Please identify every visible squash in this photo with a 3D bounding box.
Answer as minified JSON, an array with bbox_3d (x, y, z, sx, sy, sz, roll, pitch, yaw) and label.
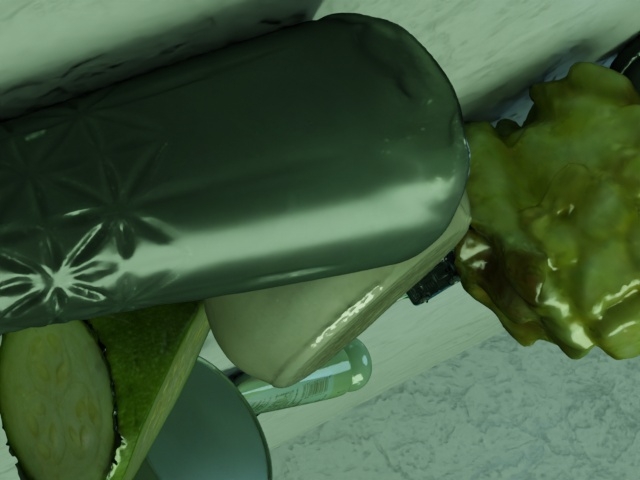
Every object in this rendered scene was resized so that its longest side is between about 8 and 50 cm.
[{"bbox_3d":[-0.128,0.109,0.988,0.261,0.189,0.189,-6,155,-47],"label":"squash"}]

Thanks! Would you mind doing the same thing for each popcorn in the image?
[{"bbox_3d":[0.237,-0.021,1.086,0.237,0.293,0.293,-46,167,-2],"label":"popcorn"}]

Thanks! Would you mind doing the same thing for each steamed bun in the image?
[{"bbox_3d":[0.000,0.000,0.916,0.232,0.145,0.232,-41,171,-8],"label":"steamed bun"}]

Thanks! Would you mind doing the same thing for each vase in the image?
[{"bbox_3d":[-0.098,-0.027,0.664,0.301,0.156,0.251,-16,-171,-23],"label":"vase"}]

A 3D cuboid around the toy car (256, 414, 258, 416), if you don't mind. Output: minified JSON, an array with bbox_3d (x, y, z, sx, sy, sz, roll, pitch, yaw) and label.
[{"bbox_3d":[-0.142,0.279,1.895,0.205,0.056,0.095,-28,166,3],"label":"toy car"}]

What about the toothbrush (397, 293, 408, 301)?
[{"bbox_3d":[0.149,0.080,1.780,0.304,0.030,0.030,-27,167,-3],"label":"toothbrush"}]

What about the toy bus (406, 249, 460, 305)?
[{"bbox_3d":[0.143,0.044,1.401,0.083,0.038,0.046,-35,169,26],"label":"toy bus"}]

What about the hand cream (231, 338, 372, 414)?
[{"bbox_3d":[-0.055,0.225,1.786,0.306,0.093,0.147,-16,167,-37],"label":"hand cream"}]

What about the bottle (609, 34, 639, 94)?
[{"bbox_3d":[0.397,-0.204,1.101,0.254,0.079,0.096,-32,129,15],"label":"bottle"}]

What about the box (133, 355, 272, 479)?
[{"bbox_3d":[-0.185,0.259,1.349,0.149,0.226,0.226,-35,165,26],"label":"box"}]
